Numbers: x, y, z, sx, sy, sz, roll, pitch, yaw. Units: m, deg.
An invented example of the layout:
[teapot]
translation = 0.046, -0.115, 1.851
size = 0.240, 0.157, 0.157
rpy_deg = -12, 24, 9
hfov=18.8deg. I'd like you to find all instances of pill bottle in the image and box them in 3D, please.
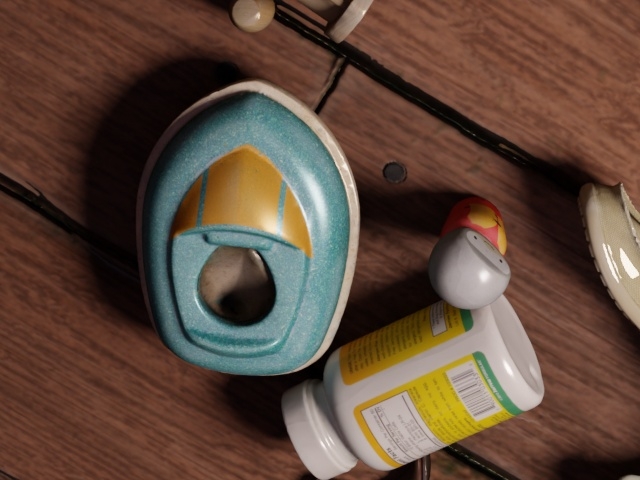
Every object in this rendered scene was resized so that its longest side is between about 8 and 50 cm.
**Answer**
[pill bottle]
translation = 0.077, 0.128, 1.667
size = 0.208, 0.117, 0.117
rpy_deg = -26, 107, 16

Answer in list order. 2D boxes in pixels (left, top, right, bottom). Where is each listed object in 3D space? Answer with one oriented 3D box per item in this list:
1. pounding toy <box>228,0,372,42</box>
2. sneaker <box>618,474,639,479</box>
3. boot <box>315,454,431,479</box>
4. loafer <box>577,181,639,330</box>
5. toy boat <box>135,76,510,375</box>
[pounding toy]
translation = -0.001, -0.262, 1.499
size = 0.155, 0.154, 0.269
rpy_deg = 34, 111, -7
[sneaker]
translation = 0.406, 0.230, 1.646
size = 0.331, 0.122, 0.146
rpy_deg = -12, 134, 10
[boot]
translation = 0.041, 0.224, 1.757
size = 0.114, 0.037, 0.106
rpy_deg = 9, 111, 8
[loafer]
translation = 0.307, 0.045, 1.621
size = 0.092, 0.102, 0.268
rpy_deg = -31, 114, 16
[toy boat]
translation = 0.000, 0.000, 1.608
size = 0.318, 0.148, 0.267
rpy_deg = 2, 112, 6
